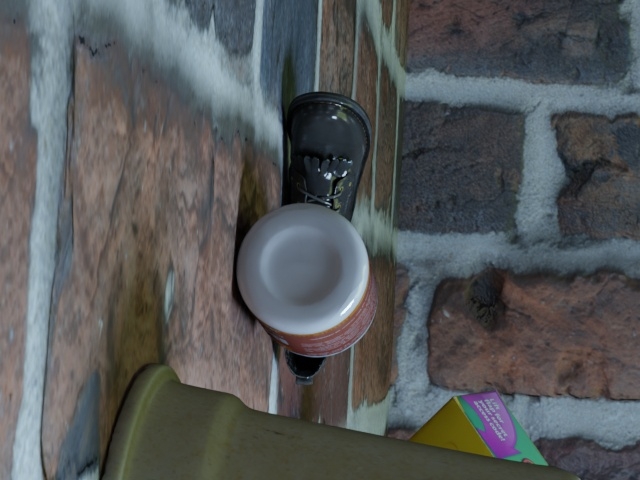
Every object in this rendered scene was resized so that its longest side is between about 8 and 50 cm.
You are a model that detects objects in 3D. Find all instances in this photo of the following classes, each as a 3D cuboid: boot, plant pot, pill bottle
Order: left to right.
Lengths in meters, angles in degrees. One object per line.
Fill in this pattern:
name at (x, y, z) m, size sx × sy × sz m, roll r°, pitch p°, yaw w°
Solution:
pill bottle at (-0.008, 0.045, 1.750) m, size 0.216 × 0.121 × 0.121 m, roll 67°, pitch 27°, yaw -76°
boot at (0.000, 0.000, 1.948) m, size 0.263 × 0.091 × 0.229 m, roll 89°, pitch 6°, yaw -50°
plant pot at (0.023, 0.259, 1.264) m, size 0.334 × 0.305 × 0.334 m, roll 3°, pitch 90°, yaw -83°

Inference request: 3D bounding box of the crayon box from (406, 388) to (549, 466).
crayon box at (0.179, 0.410, 2.138) m, size 0.106 × 0.363 × 0.313 m, roll -4°, pitch 143°, yaw -51°
